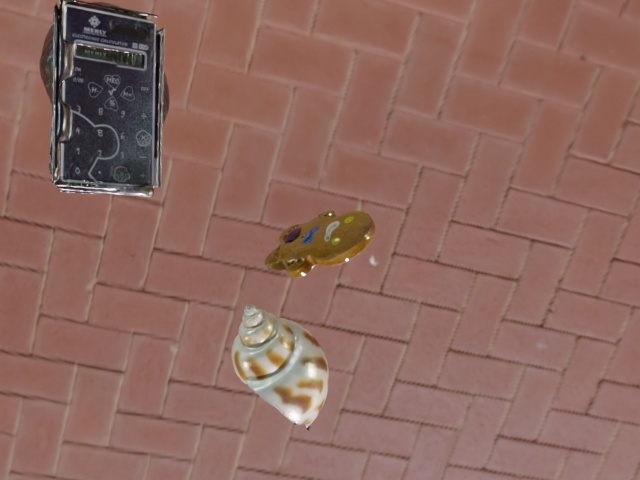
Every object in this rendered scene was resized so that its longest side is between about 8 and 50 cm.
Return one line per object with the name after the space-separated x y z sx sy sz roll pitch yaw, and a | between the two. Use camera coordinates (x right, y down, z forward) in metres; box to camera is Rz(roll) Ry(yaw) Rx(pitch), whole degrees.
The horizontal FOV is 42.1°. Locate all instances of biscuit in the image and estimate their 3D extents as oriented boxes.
0.000 0.000 1.596 0.236 0.180 0.039 -9 126 35 | biscuit

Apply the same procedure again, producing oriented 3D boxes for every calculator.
-0.304 -0.201 1.194 0.166 0.028 0.274 2 87 -32 | calculator

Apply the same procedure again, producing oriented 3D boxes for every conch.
-0.077 0.225 1.567 0.275 0.183 0.148 38 92 -36 | conch

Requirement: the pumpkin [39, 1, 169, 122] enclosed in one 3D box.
-0.455 -0.328 1.724 0.239 0.315 0.315 -18 113 8 | pumpkin
